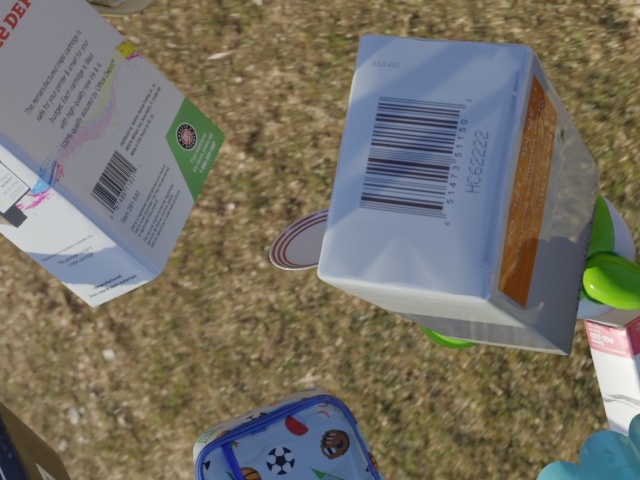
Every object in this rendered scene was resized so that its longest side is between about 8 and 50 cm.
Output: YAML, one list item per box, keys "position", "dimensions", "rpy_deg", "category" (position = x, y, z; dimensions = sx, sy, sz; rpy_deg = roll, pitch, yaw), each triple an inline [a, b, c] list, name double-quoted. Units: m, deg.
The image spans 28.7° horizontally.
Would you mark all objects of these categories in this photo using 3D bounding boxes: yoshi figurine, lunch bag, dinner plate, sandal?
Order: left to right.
- position: [-0.277, -0.339, 1.607]
  dimensions: [0.079, 0.240, 0.088]
  rpy_deg: [-33, 84, 45]
  category: "sandal"
- position: [-0.030, 0.361, 1.639]
  dimensions: [0.243, 0.115, 0.303]
  rpy_deg: [-23, 97, -10]
  category: "lunch bag"
- position: [0.000, 0.000, 1.663]
  dimensions: [0.141, 0.141, 0.017]
  rpy_deg: [-11, 122, 25]
  category: "dinner plate"
- position: [0.270, 0.071, 1.563]
  dimensions: [0.362, 0.203, 0.203]
  rpy_deg: [10, 137, 6]
  category: "yoshi figurine"

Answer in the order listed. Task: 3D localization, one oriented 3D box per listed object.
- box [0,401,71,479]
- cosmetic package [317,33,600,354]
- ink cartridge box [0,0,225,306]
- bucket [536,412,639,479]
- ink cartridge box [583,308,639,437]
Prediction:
- position: [-0.415, 0.389, 1.443]
  dimensions: [0.294, 0.182, 0.296]
  rpy_deg: [-36, 46, -5]
  category: "box"
- position: [0.161, -0.025, 1.264]
  dimensions: [0.162, 0.453, 0.230]
  rpy_deg: [8, 83, 21]
  category: "cosmetic package"
- position: [-0.249, -0.106, 1.191]
  dimensions: [0.117, 0.201, 0.278]
  rpy_deg: [-24, 124, 40]
  category: "ink cartridge box"
- position: [0.341, 0.334, 1.326]
  dimensions: [0.281, 0.281, 0.183]
  rpy_deg: [-51, 50, 24]
  category: "bucket"
- position: [0.476, 0.180, 1.764]
  dimensions: [0.092, 0.159, 0.217]
  rpy_deg: [9, 121, 57]
  category: "ink cartridge box"
